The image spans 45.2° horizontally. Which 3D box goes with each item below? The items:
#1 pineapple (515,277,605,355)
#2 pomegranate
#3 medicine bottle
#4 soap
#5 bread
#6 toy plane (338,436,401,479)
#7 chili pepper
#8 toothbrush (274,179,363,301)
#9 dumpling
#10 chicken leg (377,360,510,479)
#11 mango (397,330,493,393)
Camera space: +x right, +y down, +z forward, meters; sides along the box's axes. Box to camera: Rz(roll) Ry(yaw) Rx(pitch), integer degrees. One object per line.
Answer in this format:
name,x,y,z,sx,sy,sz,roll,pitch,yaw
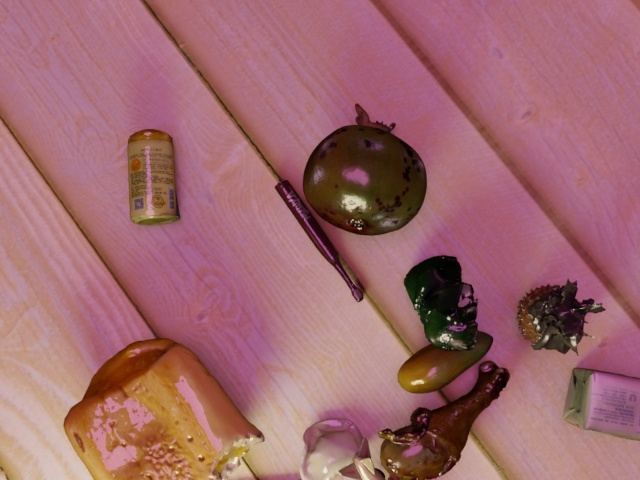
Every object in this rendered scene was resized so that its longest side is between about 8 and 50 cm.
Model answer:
pineapple,0.517,0.171,1.692,0.166,0.364,0.165,-1,85,10
pomegranate,0.123,-0.169,1.817,0.291,0.291,0.323,29,77,7
medicine bottle,-0.422,-0.161,1.927,0.124,0.124,0.238,-6,81,3
soap,0.675,0.371,1.743,0.200,0.182,0.138,10,85,5
bread,-0.370,0.426,1.784,0.361,0.250,0.394,-38,78,-4
toy plane,0.147,0.590,1.772,0.242,0.104,0.256,-42,106,-43
chili pepper,0.281,0.135,1.786,0.148,0.116,0.264,-18,49,6
toothbrush,0.000,0.000,1.914,0.041,0.041,0.364,-35,82,-1
dumpling,0.015,0.490,1.818,0.169,0.100,0.134,-36,69,-3
chicken leg,0.296,0.442,1.774,0.361,0.211,0.140,-23,45,-25
mango,0.290,0.282,1.809,0.238,0.137,0.091,-26,99,-20
